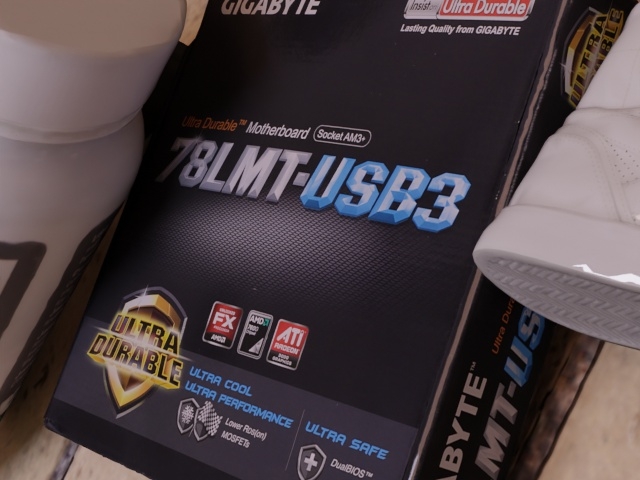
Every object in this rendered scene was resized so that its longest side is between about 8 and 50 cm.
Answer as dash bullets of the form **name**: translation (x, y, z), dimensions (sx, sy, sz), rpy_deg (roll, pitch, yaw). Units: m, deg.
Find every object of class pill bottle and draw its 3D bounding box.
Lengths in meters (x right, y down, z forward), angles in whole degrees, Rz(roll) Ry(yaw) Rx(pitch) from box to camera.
- **pill bottle**: translation (-0.227, -0.032, 0.815), dimensions (0.361, 0.204, 0.204), rpy_deg (-55, 35, 36)

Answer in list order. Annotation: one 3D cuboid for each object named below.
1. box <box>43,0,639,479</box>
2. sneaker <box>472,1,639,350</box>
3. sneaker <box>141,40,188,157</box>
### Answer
- **box**: translation (0.000, 0.000, 0.724), dimensions (0.295, 0.073, 0.293), rpy_deg (13, 82, 49)
- **sneaker**: translation (0.211, -0.024, 0.508), dimensions (0.292, 0.108, 0.169), rpy_deg (18, 70, 40)
- **sneaker**: translation (-0.191, -0.085, 0.955), dimensions (0.222, 0.118, 0.083), rpy_deg (-37, 44, 24)
